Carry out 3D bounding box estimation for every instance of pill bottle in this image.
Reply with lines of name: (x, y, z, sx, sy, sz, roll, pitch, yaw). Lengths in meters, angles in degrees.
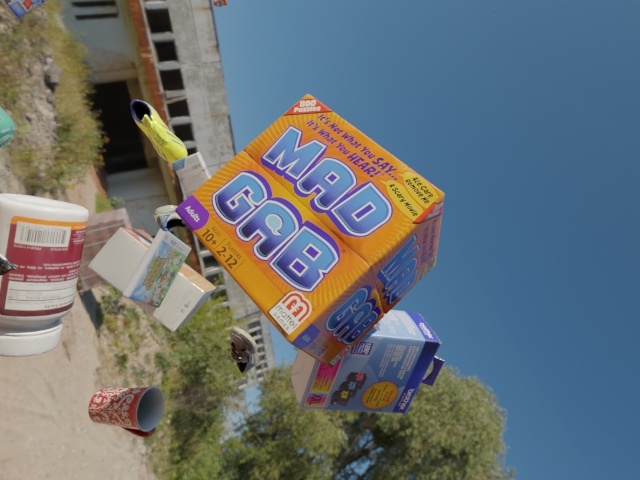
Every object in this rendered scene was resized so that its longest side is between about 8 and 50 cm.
pill bottle: (-0.771, 0.088, 1.103, 0.224, 0.224, 0.391, 22, -80, 62)

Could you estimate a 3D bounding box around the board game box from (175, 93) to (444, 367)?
board game box: (0.000, 0.000, 0.892, 0.356, 0.356, 0.356, 44, -8, 25)

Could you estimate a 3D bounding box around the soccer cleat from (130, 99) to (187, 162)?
soccer cleat: (-0.584, -0.385, 1.479, 0.289, 0.093, 0.121, 49, -3, 15)

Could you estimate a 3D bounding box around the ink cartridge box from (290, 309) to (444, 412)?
ink cartridge box: (0.146, 0.333, 1.164, 0.151, 0.396, 0.269, -119, -137, -59)

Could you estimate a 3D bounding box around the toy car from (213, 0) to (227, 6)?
toy car: (-0.371, -0.876, 1.464, 0.060, 0.040, 0.122, 40, -11, 15)

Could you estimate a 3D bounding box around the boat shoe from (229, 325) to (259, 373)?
boat shoe: (-0.320, 0.456, 1.698, 0.103, 0.092, 0.285, 24, -36, 23)

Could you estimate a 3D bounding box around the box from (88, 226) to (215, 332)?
box: (-0.563, 0.128, 1.428, 0.345, 0.168, 0.215, 39, -4, -3)

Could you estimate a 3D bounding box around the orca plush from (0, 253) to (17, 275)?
orca plush: (-0.677, -0.011, 0.694, 0.151, 0.102, 0.287, 26, -24, 35)

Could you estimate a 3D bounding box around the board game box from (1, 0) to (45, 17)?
board game box: (-0.808, -0.713, 1.080, 0.035, 0.136, 0.201, 30, -24, 20)

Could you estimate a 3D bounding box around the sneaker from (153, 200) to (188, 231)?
sneaker: (-0.287, -0.053, 0.902, 0.058, 0.135, 0.052, 58, -18, 33)

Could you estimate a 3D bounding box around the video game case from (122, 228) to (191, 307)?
video game case: (-0.476, 0.087, 1.231, 0.023, 0.212, 0.193, 22, -14, 11)

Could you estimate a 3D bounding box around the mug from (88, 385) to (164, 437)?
mug: (-0.534, 0.475, 1.137, 0.113, 0.170, 0.150, 13, 74, -73)

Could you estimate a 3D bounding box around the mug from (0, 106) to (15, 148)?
mug: (-0.806, -0.254, 0.973, 0.130, 0.157, 0.097, -8, -54, 50)

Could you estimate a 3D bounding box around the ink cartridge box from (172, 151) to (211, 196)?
ink cartridge box: (-0.409, -0.213, 1.347, 0.052, 0.089, 0.122, -114, -178, -71)
